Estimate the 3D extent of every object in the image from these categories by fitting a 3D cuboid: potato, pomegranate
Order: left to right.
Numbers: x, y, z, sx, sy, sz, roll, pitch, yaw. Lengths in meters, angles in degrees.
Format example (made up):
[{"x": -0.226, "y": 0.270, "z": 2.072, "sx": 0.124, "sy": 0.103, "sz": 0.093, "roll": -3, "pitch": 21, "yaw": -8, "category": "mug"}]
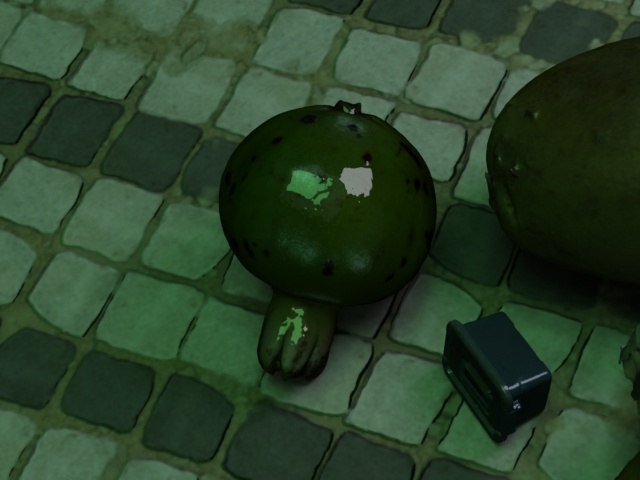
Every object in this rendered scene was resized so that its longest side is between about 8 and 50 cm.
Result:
[{"x": 0.000, "y": 0.000, "z": 1.608, "sx": 0.202, "sy": 0.202, "sz": 0.247, "roll": 16, "pitch": 92, "yaw": 19, "category": "pomegranate"}, {"x": 0.322, "y": -0.072, "z": 1.561, "sx": 0.359, "sy": 0.219, "sz": 0.269, "roll": 8, "pitch": 44, "yaw": 22, "category": "potato"}]

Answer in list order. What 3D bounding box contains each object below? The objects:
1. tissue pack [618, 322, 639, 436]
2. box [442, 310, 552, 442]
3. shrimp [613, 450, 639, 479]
[{"x": 0.417, "y": 0.081, "z": 1.388, "sx": 0.344, "sy": 0.242, "sz": 0.125, "roll": -4, "pitch": 69, "yaw": -8, "category": "tissue pack"}, {"x": 0.150, "y": 0.110, "z": 1.565, "sx": 0.054, "sy": 0.074, "sz": 0.099, "roll": -21, "pitch": 55, "yaw": -20, "category": "box"}, {"x": 0.356, "y": 0.253, "z": 1.440, "sx": 0.294, "sy": 0.062, "sz": 0.154, "roll": 20, "pitch": 72, "yaw": 28, "category": "shrimp"}]
